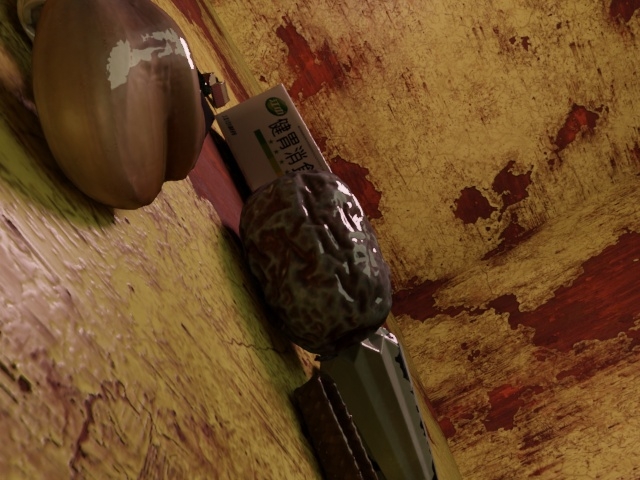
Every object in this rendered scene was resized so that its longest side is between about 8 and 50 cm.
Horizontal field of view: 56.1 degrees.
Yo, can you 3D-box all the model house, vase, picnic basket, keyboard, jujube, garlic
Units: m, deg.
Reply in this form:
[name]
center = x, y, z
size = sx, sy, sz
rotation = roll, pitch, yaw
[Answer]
[model house]
center = -0.270, -0.381, 1.517
size = 0.058, 0.057, 0.083
rotation = -60, 145, -53
[vase]
center = 0.125, 0.336, 1.058
size = 0.360, 0.165, 0.165
rotation = 66, 7, 12
[picnic basket]
center = 0.024, 0.289, 0.858
size = 0.193, 0.054, 0.110
rotation = 63, 6, 22
[keyboard]
center = -0.254, -0.261, 1.196
size = 0.106, 0.027, 0.317
rotation = 62, 6, -19
[jujube]
center = -0.009, 0.032, 1.007
size = 0.226, 0.226, 0.317
rotation = 46, 22, -67
[garlic]
center = -0.186, -0.147, 0.599
size = 0.217, 0.110, 0.228
rotation = -65, 146, -51

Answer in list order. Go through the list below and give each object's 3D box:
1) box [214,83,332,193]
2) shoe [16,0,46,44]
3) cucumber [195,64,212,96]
[box]
center = -0.088, -0.166, 1.340
size = 0.333, 0.173, 0.145
rotation = 62, -5, 17
[shoe]
center = -0.289, -0.269, 0.667
size = 0.265, 0.095, 0.110
rotation = 64, 7, 4
[cucumber]
center = -0.308, -0.401, 1.301
size = 0.043, 0.044, 0.257
rotation = 43, -8, 40
